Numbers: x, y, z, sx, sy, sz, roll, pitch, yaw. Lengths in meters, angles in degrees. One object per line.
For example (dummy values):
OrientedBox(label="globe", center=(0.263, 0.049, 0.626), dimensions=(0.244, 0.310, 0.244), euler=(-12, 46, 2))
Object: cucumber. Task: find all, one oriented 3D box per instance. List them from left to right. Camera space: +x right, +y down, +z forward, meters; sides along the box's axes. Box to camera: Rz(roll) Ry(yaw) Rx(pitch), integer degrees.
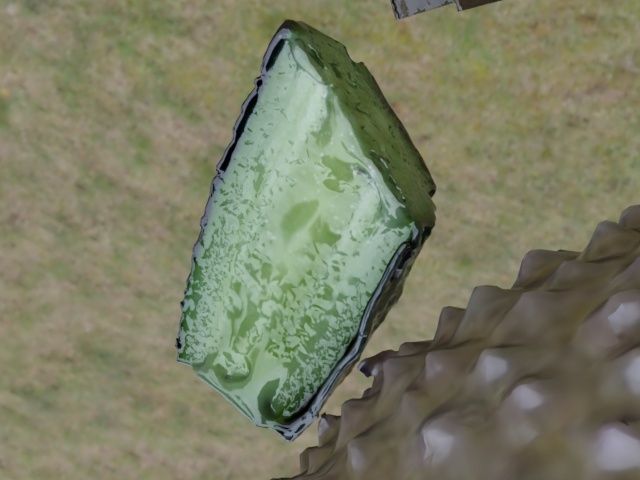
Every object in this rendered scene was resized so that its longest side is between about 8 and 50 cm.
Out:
OrientedBox(label="cucumber", center=(0.000, 0.000, 0.715), dimensions=(0.115, 0.193, 0.086), euler=(32, -165, 21))

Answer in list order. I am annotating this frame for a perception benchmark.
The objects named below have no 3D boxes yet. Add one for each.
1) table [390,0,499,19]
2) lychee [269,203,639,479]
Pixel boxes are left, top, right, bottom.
OrientedBox(label="table", center=(0.090, -0.197, 0.952), dimensions=(0.082, 0.070, 0.083), euler=(-1, 106, 63))
OrientedBox(label="lychee", center=(0.156, 0.179, 0.549), dimensions=(0.432, 0.380, 0.380), euler=(-19, 133, 19))
